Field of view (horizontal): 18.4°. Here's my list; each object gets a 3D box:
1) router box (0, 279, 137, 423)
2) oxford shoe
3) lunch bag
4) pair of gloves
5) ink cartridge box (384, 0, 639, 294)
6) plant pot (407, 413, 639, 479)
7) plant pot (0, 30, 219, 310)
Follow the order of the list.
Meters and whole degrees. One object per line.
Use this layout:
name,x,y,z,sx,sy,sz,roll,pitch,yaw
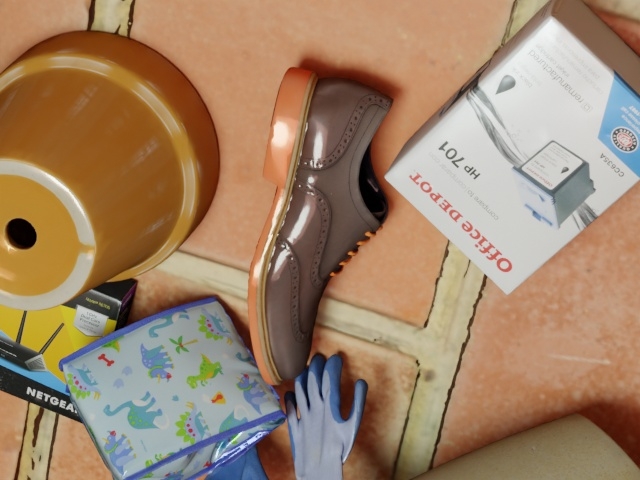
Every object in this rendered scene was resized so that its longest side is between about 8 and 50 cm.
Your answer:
router box,-0.260,0.067,1.713,0.179,0.046,0.133,20,117,7
oxford shoe,0.000,0.000,1.579,0.098,0.097,0.271,10,116,6
lunch bag,-0.122,0.131,1.639,0.151,0.096,0.129,-28,70,-12
pair of gloves,-0.037,0.182,1.646,0.198,0.159,0.023,-31,136,29
ink cartridge box,0.165,-0.074,1.502,0.139,0.082,0.191,43,117,-5
plant pot,0.139,0.271,1.566,0.274,0.256,0.256,-39,100,-9
plant pot,-0.206,-0.041,1.567,0.205,0.188,0.205,7,115,14
